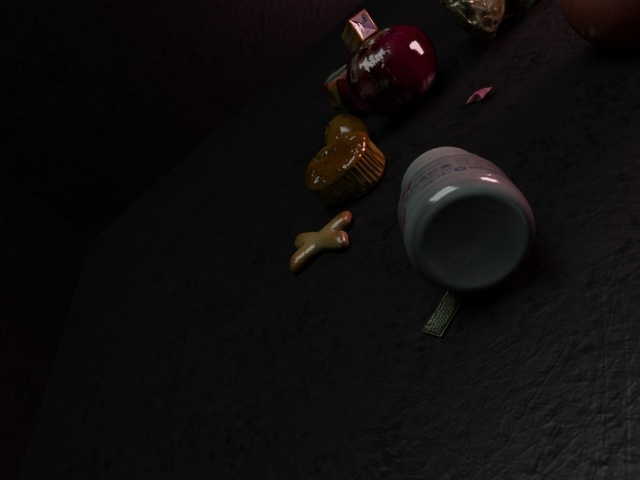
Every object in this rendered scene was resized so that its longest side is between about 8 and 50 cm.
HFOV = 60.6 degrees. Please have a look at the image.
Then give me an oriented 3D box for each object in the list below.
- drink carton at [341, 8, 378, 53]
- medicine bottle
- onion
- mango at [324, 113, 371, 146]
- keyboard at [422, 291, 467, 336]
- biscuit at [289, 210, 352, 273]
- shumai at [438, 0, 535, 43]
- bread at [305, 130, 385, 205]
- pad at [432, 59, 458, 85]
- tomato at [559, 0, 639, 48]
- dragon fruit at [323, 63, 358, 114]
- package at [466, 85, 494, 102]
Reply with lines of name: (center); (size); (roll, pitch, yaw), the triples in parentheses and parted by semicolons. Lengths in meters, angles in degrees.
drink carton: (0.140, -0.755, 2.008); (0.071, 0.096, 0.223); (-34, 6, -1)
medicine bottle: (0.283, -0.059, 1.140); (0.245, 0.245, 0.306); (-34, 19, 16)
onion: (0.265, -0.580, 1.871); (0.260, 0.281, 0.336); (-9, 32, 46)
mango: (0.096, -0.380, 1.961); (0.156, 0.151, 0.248); (-10, 22, -5)
keyboard: (0.261, 0.141, 1.130); (0.129, 0.015, 0.049); (-53, 30, -19)
biscuit: (0.000, 0.000, 1.631); (0.208, 0.047, 0.164); (-26, 31, 28)
shumai: (0.553, -0.857, 1.832); (0.288, 0.330, 0.292); (-42, 1, 25)
bread: (0.075, -0.231, 1.762); (0.254, 0.142, 0.227); (-18, 44, 35)
pad: (0.385, -0.614, 2.042); (0.170, 0.006, 0.245); (-45, 28, -4)
tomato: (0.741, -0.648, 1.308); (0.342, 0.273, 0.341); (-20, 58, 36)
dragon fruit: (0.162, -0.618, 2.161); (0.291, 0.189, 0.290); (-32, 21, 14)
package: (0.481, -0.438, 1.649); (0.059, 0.029, 0.083); (-46, 19, -14)
